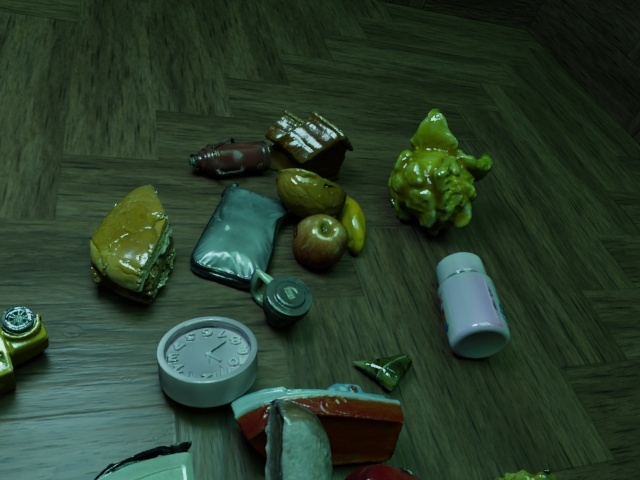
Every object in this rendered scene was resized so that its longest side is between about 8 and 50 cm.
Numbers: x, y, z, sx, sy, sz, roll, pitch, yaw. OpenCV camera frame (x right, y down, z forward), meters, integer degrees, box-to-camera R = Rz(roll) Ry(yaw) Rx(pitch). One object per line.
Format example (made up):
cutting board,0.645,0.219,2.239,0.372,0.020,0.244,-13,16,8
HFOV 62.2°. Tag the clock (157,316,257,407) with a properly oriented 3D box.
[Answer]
clock,-0.225,0.239,1.067,0.197,0.068,0.197,3,30,-2

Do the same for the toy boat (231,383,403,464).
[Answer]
toy boat,-0.010,0.348,1.047,0.331,0.145,0.133,8,21,-18

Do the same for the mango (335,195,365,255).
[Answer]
mango,0.086,-0.051,1.503,0.075,0.098,0.190,-1,53,-11

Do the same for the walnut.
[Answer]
walnut,-0.033,-0.108,1.435,0.211,0.167,0.087,25,62,-29

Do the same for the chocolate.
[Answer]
chocolate,-0.037,0.412,0.853,0.100,0.185,0.303,3,80,-16

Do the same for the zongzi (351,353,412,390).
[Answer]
zongzi,0.146,0.285,1.236,0.113,0.052,0.104,27,34,24

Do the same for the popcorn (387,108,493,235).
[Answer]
popcorn,0.368,-0.185,1.589,0.325,0.321,0.290,-6,47,-3

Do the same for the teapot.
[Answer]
teapot,-0.102,0.145,1.226,0.149,0.108,0.111,19,45,-10

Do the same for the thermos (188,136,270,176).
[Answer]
thermos,-0.266,-0.234,1.539,0.232,0.099,0.124,-11,54,-32

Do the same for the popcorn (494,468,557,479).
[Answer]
popcorn,0.406,0.545,0.989,0.218,0.169,0.189,34,43,22

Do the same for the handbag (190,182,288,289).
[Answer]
handbag,-0.202,-0.023,1.382,0.191,0.075,0.332,16,46,-2

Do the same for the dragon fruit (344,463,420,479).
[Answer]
dragon fruit,0.106,0.475,0.892,0.193,0.274,0.192,27,80,13

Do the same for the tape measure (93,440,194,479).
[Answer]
tape measure,-0.299,0.449,0.847,0.207,0.115,0.235,4,42,-26

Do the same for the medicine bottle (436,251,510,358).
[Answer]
medicine bottle,0.385,0.163,1.373,0.152,0.152,0.254,11,44,-12

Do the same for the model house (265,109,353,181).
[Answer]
model house,-0.033,-0.295,1.607,0.219,0.229,0.199,-24,66,-39

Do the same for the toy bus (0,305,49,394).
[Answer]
toy bus,-0.643,0.236,0.909,0.335,0.121,0.123,-21,67,-36

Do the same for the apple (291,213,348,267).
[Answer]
apple,0.000,0.000,1.392,0.146,0.131,0.146,11,48,-13

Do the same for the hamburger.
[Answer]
hamburger,-0.417,0.007,1.208,0.245,0.155,0.282,-28,57,-31
